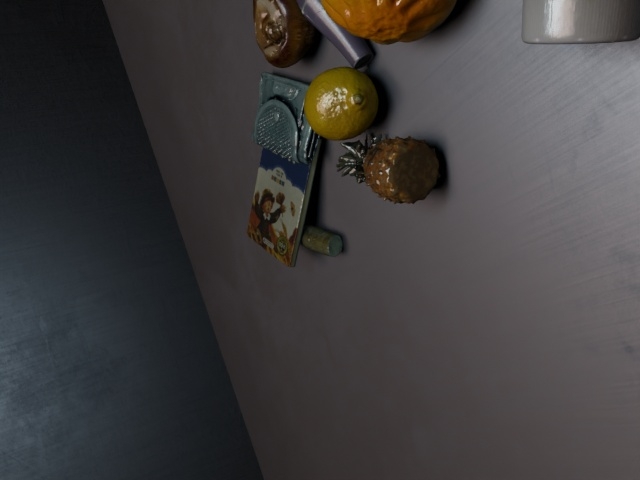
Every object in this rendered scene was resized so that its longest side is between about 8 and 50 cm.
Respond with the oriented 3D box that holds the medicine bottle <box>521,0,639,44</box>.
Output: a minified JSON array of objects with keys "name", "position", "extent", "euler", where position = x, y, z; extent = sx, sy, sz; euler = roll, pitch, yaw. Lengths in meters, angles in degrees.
[{"name":"medicine bottle","position":[0.402,-0.475,0.900],"extent":[0.208,0.208,0.340],"euler":[26,125,52]}]

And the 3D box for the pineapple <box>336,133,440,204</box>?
[{"name":"pineapple","position":[0.150,-0.186,1.519],"extent":[0.340,0.169,0.169],"euler":[23,123,63]}]

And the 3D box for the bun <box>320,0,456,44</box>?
[{"name":"bun","position":[0.129,-0.498,1.235],"extent":[0.299,0.299,0.165],"euler":[-21,53,59]}]

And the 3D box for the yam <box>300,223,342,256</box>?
[{"name":"yam","position":[0.000,0.000,1.903],"extent":[0.179,0.078,0.078],"euler":[19,119,54]}]

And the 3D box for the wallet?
[{"name":"wallet","position":[-0.115,-0.385,1.878],"extent":[0.342,0.075,0.237],"euler":[31,114,48]}]

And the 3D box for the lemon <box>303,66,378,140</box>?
[{"name":"lemon","position":[0.053,-0.350,1.554],"extent":[0.244,0.186,0.187],"euler":[3,106,61]}]

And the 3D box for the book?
[{"name":"book","position":[-0.128,-0.163,1.984],"extent":[0.300,0.039,0.428],"euler":[33,117,49]}]

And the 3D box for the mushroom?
[{"name":"mushroom","position":[-0.110,-0.623,1.723],"extent":[0.253,0.153,0.253],"euler":[41,138,51]}]

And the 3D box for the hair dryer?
[{"name":"hair dryer","position":[0.086,-0.634,1.468],"extent":[0.301,0.121,0.361],"euler":[57,141,12]}]
